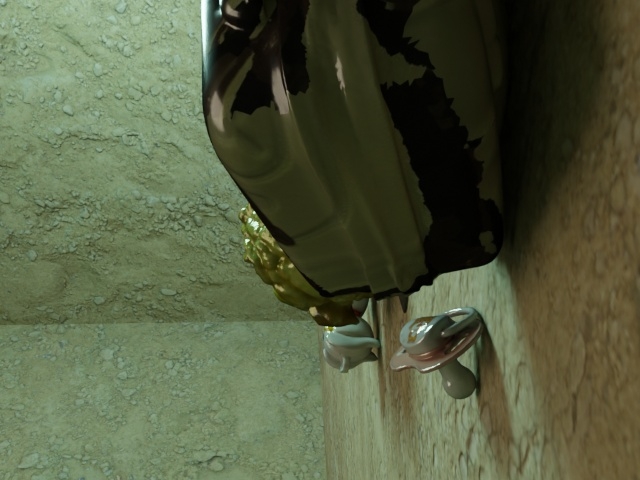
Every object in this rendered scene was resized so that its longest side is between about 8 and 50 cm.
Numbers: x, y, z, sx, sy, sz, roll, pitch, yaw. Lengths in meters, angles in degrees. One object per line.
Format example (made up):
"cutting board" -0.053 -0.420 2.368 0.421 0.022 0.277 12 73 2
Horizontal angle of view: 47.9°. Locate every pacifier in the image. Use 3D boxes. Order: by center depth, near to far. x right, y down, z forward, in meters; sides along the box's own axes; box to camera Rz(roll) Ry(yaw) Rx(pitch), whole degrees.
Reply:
"pacifier" 0.109 0.098 0.614 0.078 0.081 0.099 57 156 -6

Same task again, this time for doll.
"doll" 0.055 0.072 1.338 0.188 0.099 0.384 93 178 -52

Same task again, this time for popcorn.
"popcorn" 0.000 0.000 1.142 0.258 0.224 0.270 50 -155 -63

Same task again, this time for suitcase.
"suitcase" 0.028 -0.162 0.494 0.339 0.194 0.351 60 -158 -58

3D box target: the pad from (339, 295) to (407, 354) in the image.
"pad" 0.090 0.001 0.911 0.323 0.055 0.250 -62 -22 -57
